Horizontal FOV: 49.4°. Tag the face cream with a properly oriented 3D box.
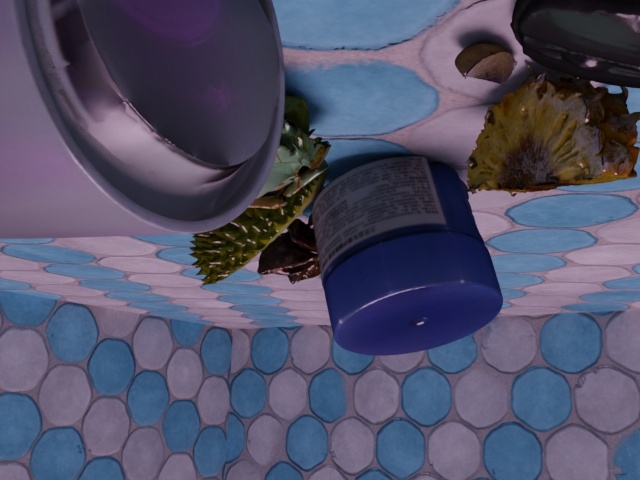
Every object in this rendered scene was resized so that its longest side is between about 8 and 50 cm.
[{"bbox_3d":[0.121,0.024,1.036,0.249,0.225,0.249,-8,152,-4],"label":"face cream"}]

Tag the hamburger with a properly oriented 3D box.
[{"bbox_3d":[-0.091,-0.113,0.815,0.214,0.125,0.235,-11,162,-14],"label":"hamburger"}]

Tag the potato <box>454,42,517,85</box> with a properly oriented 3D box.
[{"bbox_3d":[0.163,-0.182,0.690,0.093,0.036,0.037,-9,143,-52],"label":"potato"}]

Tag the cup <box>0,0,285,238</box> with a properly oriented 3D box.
[{"bbox_3d":[-0.228,-0.126,0.519,0.372,0.253,0.253,-2,166,28],"label":"cup"}]

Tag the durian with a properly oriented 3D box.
[{"bbox_3d":[-0.122,-0.017,1.162,0.169,0.158,0.352,-4,167,-32],"label":"durian"}]

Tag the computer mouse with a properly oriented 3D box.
[{"bbox_3d":[0.298,-0.176,0.580,0.270,0.086,0.137,-2,165,20],"label":"computer mouse"}]

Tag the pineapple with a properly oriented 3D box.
[{"bbox_3d":[0.242,-0.120,0.741,0.080,0.135,0.233,-2,178,-23],"label":"pineapple"}]

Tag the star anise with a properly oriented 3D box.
[{"bbox_3d":[0.006,0.000,1.251,0.214,0.098,0.220,-38,153,33],"label":"star anise"}]
